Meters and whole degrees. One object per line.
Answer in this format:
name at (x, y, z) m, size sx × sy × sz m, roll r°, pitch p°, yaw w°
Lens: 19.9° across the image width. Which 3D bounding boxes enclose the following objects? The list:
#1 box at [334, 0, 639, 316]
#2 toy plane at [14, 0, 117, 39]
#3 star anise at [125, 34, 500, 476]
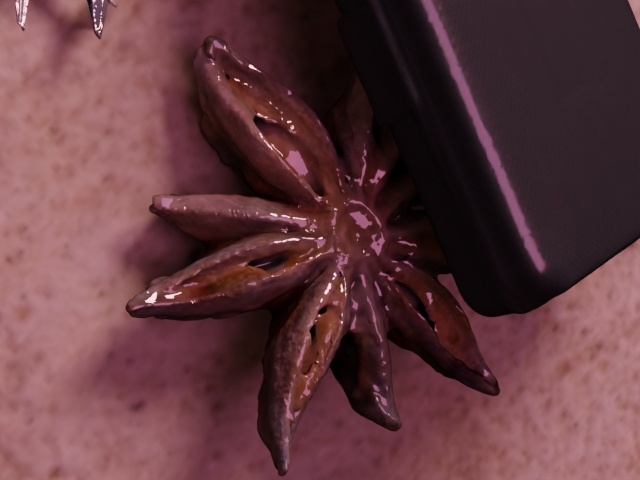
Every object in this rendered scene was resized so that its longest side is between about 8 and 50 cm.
box at (0.074, -0.096, 0.770) m, size 0.160 × 0.050 × 0.230 m, roll -29°, pitch 98°, yaw -49°
toy plane at (-0.108, -0.117, 0.714) m, size 0.084 × 0.024 × 0.078 m, roll 47°, pitch 51°, yaw -26°
star anise at (0.000, 0.000, 0.766) m, size 0.182 × 0.065 × 0.195 m, roll -36°, pitch 102°, yaw -27°
